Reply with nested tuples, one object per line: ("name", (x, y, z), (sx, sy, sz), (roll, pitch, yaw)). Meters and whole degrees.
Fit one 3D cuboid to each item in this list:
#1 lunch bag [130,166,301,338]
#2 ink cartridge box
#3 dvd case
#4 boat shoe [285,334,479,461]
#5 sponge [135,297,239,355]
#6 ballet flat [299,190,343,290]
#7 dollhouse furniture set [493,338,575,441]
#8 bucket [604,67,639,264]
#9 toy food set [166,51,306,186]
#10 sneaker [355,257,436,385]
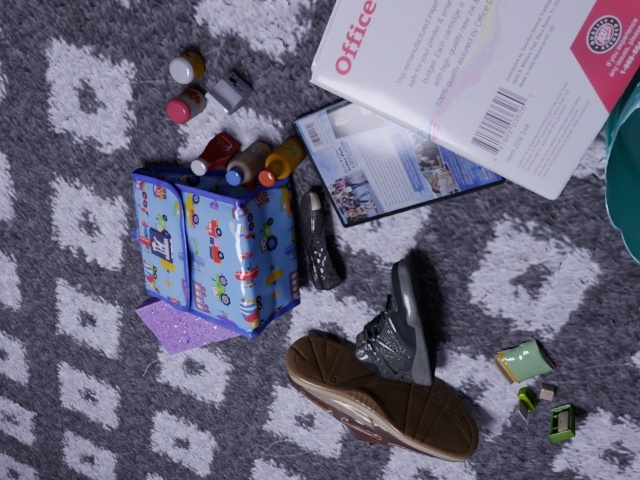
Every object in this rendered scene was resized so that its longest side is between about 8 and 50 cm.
("lunch bag", (-0.191, 0.000, 1.028), (0.293, 0.138, 0.221), (10, 116, 32))
("ink cartridge box", (0.176, -0.220, 0.700), (0.306, 0.131, 0.226), (29, 117, 7))
("dvd case", (0.104, -0.125, 0.876), (0.252, 0.022, 0.180), (-16, 113, 30))
("boat shoe", (0.095, 0.281, 1.083), (0.341, 0.123, 0.123), (21, 140, 10))
("sponge", (-0.239, 0.143, 1.187), (0.210, 0.031, 0.117), (-21, 110, 32))
("ballet flat", (0.000, 0.000, 0.992), (0.049, 0.057, 0.173), (-17, 120, -13))
("dollhouse furniture set", (0.330, 0.232, 0.974), (0.076, 0.059, 0.152), (-29, 105, 34))
("bucket", (0.431, -0.100, 0.647), (0.281, 0.183, 0.281), (11, 123, 17))
("toy food set", (-0.144, -0.157, 0.912), (0.232, 0.104, 0.111), (43, 127, -6))
("sneaker", (0.106, 0.131, 0.993), (0.130, 0.087, 0.228), (-1, 125, 17))
